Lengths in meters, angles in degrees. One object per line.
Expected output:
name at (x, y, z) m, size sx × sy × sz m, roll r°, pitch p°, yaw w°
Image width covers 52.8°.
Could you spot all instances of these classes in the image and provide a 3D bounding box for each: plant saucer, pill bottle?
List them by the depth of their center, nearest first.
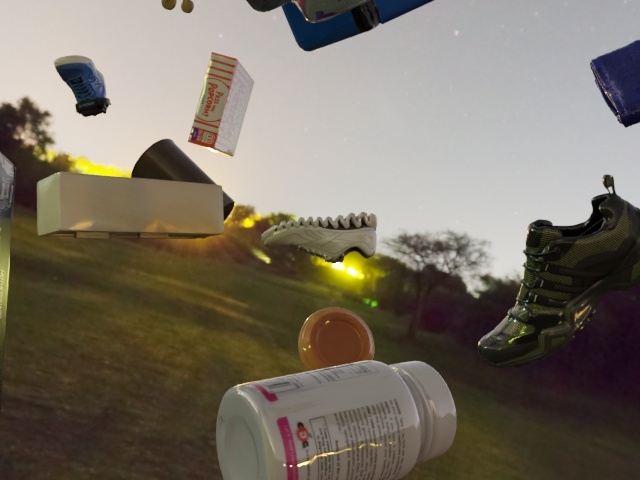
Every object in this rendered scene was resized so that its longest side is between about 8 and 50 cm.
pill bottle at (0.026, 0.242, 0.825) m, size 0.283 × 0.160 × 0.160 m, roll -4°, pitch 5°, yaw -32°
plant saucer at (0.044, 0.259, 1.609) m, size 0.200 × 0.199 × 0.037 m, roll 18°, pitch -27°, yaw -9°

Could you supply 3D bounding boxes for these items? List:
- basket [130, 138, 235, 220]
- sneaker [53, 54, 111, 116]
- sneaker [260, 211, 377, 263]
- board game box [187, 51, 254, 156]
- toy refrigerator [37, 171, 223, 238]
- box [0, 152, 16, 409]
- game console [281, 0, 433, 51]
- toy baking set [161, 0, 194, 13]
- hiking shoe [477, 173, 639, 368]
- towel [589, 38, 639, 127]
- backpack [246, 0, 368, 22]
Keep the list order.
basket at (-0.344, -0.124, 1.645) m, size 0.227 × 0.154 × 0.204 m, roll 41°, pitch -13°, yaw 5°
sneaker at (-0.410, -0.262, 1.123) m, size 0.058 × 0.084 × 0.152 m, roll -12°, pitch -3°, yaw -2°
sneaker at (0.000, 0.000, 1.586) m, size 0.292 × 0.118 × 0.110 m, roll -5°, pitch -6°, yaw -3°
board game box at (-0.165, -0.223, 1.093) m, size 0.045 × 0.146 × 0.193 m, roll 16°, pitch 5°, yaw 1°
toy refrigerator at (-0.295, -0.045, 1.026) m, size 0.270 × 0.094 × 0.102 m, roll 2°, pitch -6°, yaw -42°
box at (-0.411, 0.068, 0.561) m, size 0.243 × 0.307 × 0.076 m, roll -2°, pitch -12°, yaw -7°
game console at (0.043, -0.506, 1.088) m, size 0.250 × 0.173 × 0.293 m, roll -3°, pitch -62°, yaw 46°
toy baking set at (-0.280, -0.607, 1.390) m, size 0.256 × 0.196 × 0.030 m, roll -32°, pitch -6°, yaw 22°
hiking shoe at (0.241, 0.036, 0.679) m, size 0.114 × 0.227 × 0.086 m, roll 47°, pitch 9°, yaw -3°
towel at (0.750, -0.358, 1.348) m, size 0.308 × 0.227 × 0.076 m, roll -21°, pitch -44°, yaw 21°
backpack at (0.027, -0.342, 0.584) m, size 0.191 × 0.254 × 0.225 m, roll 49°, pitch -22°, yaw 19°
